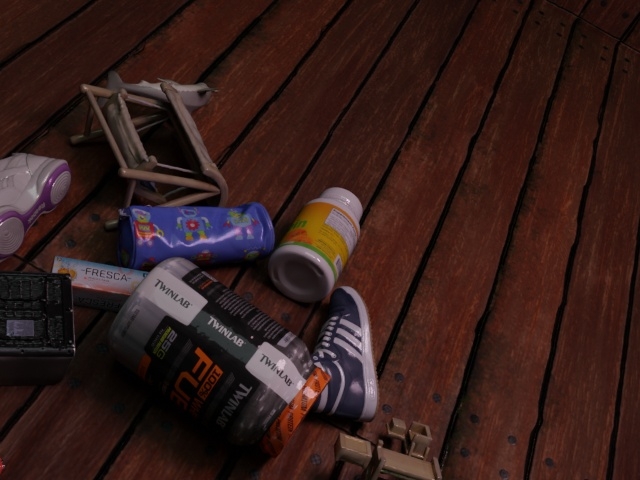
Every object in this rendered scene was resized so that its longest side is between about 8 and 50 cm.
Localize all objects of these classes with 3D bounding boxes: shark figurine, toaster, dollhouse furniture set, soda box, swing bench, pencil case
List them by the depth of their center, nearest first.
[{"bbox_3d":[-0.493,0.140,1.377,0.186,0.110,0.168,3,48,-24],"label":"toaster"},{"bbox_3d":[0.098,0.379,1.489,0.182,0.101,0.161,20,20,-8],"label":"dollhouse furniture set"},{"bbox_3d":[-0.389,0.082,1.520,0.183,0.058,0.063,12,46,-17],"label":"soda box"},{"bbox_3d":[-0.244,-0.012,1.634,0.306,0.119,0.133,-4,58,-30],"label":"pencil case"},{"bbox_3d":[-0.334,-0.178,1.711,0.255,0.165,0.253,-9,55,-33],"label":"swing bench"},{"bbox_3d":[-0.338,-0.298,1.874,0.278,0.116,0.166,-3,18,-38],"label":"shark figurine"}]

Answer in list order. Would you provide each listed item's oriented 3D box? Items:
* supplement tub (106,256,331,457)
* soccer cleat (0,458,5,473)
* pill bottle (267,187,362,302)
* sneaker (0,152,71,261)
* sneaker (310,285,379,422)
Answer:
[{"bbox_3d":[-0.165,0.196,1.418,0.338,0.207,0.207,34,44,7],"label":"supplement tub"},{"bbox_3d":[-0.497,0.314,1.274,0.036,0.029,0.083,-6,58,-36],"label":"soccer cleat"},{"bbox_3d":[0.000,0.000,1.731,0.136,0.136,0.245,29,44,1],"label":"pill bottle"},{"bbox_3d":[-0.586,-0.060,1.539,0.152,0.114,0.305,19,38,10],"label":"sneaker"},{"bbox_3d":[0.012,0.198,1.583,0.153,0.099,0.282,8,50,-22],"label":"sneaker"}]
